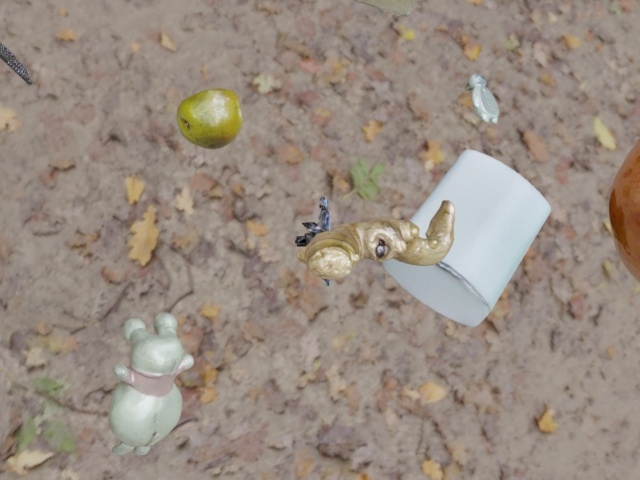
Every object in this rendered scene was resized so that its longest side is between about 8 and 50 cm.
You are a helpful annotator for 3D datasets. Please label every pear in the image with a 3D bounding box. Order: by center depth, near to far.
[{"bbox_3d":[-0.223,-0.244,1.767,0.141,0.141,0.104,-13,80,-33],"label":"pear"}]

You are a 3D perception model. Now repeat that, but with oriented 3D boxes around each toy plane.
[{"bbox_3d":[-0.008,0.000,1.653,0.078,0.246,0.169,-4,93,-19],"label":"toy plane"}]

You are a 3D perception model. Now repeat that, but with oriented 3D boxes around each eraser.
[{"bbox_3d":[0.246,-0.012,1.404,0.189,0.104,0.290,34,50,9],"label":"eraser"}]

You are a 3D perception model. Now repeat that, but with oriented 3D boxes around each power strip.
[{"bbox_3d":[0.246,-0.216,1.316,0.055,0.035,0.083,0,69,-42],"label":"power strip"}]

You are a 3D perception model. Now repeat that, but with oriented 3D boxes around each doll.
[{"bbox_3d":[-0.308,0.269,1.517,0.155,0.113,0.274,3,101,-40],"label":"doll"}]

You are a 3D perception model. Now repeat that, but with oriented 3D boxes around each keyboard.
[{"bbox_3d":[-0.659,-0.387,1.782,0.018,0.195,0.060,-34,74,-1],"label":"keyboard"}]

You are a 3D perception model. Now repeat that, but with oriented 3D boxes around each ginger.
[{"bbox_3d":[0.078,0.000,0.937,0.288,0.089,0.075,-9,91,-50],"label":"ginger"}]

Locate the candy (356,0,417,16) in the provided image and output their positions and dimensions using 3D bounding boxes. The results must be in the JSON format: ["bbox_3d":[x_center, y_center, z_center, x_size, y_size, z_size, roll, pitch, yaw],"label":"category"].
[{"bbox_3d":[0.152,-0.592,1.642,0.180,0.320,0.135,12,63,-13],"label":"candy"}]

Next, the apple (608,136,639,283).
[{"bbox_3d":[0.502,-0.041,1.064,0.299,0.275,0.298,-2,93,-36],"label":"apple"}]
